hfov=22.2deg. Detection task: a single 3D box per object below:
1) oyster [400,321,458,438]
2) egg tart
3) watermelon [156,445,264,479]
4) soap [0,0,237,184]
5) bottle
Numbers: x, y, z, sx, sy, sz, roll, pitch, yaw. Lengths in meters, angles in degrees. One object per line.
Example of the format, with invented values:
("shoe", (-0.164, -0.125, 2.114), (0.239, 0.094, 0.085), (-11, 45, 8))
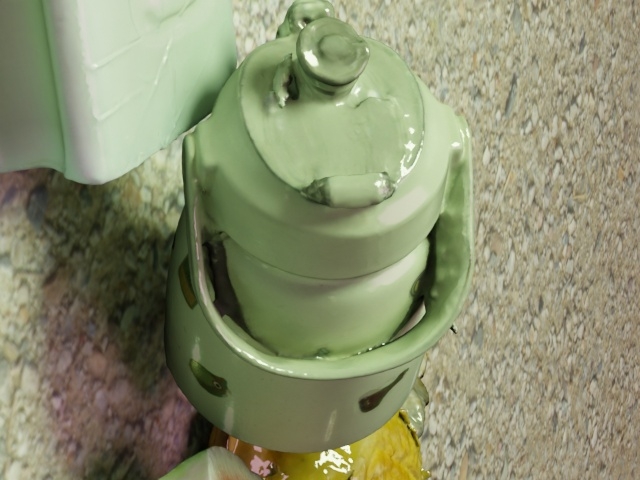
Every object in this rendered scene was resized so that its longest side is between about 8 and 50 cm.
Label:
("oyster", (0.081, 0.084, 1.651), (0.223, 0.083, 0.214), (-73, 156, -48))
("egg tart", (0.004, 0.236, 1.467), (0.341, 0.132, 0.341), (-19, 111, -62))
("watermelon", (-0.069, 0.306, 1.246), (0.224, 0.180, 0.305), (-48, 134, -16))
("soap", (-0.155, -0.233, 1.035), (0.208, 0.115, 0.346), (-44, 134, -56))
("bottle", (0.000, 0.000, 1.159), (0.351, 0.229, 0.229), (104, 6, -58))
